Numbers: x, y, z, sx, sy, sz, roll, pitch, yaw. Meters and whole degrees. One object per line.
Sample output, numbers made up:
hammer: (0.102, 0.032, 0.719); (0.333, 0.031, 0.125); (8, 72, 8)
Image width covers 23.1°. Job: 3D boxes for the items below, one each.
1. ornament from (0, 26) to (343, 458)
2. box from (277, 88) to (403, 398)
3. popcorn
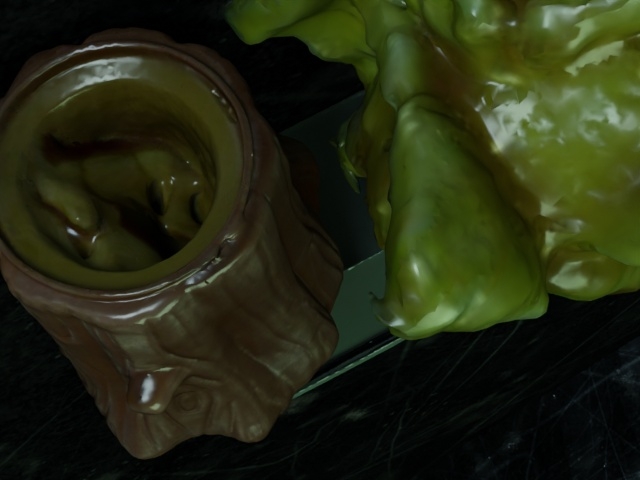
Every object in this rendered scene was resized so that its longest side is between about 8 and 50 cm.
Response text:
ornament: (-0.101, -0.009, 0.945); (0.235, 0.221, 0.217); (-58, 163, -14)
box: (0.000, 0.000, 1.181); (0.243, 0.163, 0.135); (-27, 153, -5)
popcorn: (0.113, -0.106, 0.921); (0.290, 0.325, 0.321); (-60, -179, 13)
